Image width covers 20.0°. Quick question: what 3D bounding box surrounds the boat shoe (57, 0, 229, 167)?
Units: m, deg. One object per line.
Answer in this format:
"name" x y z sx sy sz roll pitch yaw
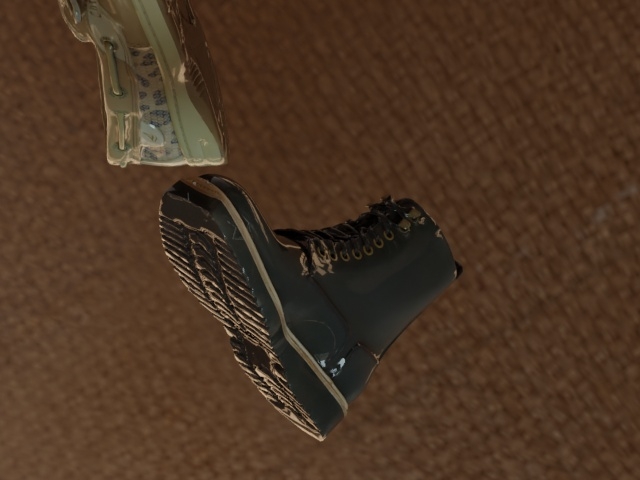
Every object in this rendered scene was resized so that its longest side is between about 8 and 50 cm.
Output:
"boat shoe" -0.126 -0.132 1.126 0.089 0.285 0.105 -11 54 5

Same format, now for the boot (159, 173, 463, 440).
"boot" 0.000 0.000 0.974 0.077 0.198 0.137 32 69 35
